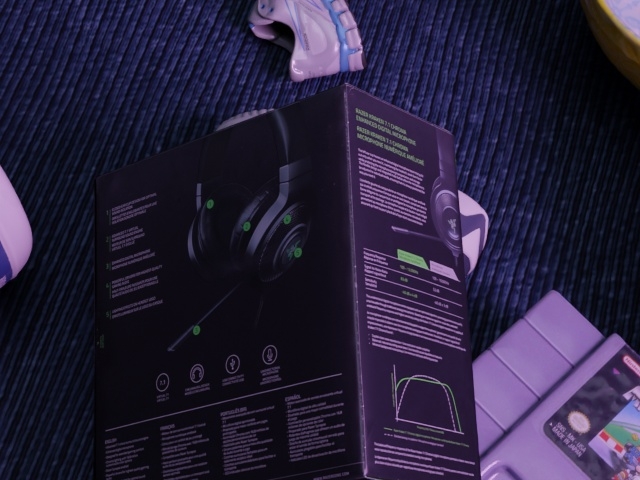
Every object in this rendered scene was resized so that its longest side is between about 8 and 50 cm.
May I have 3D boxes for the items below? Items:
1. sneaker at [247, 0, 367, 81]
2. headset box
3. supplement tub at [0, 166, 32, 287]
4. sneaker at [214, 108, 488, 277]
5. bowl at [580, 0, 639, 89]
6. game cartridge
[{"bbox_3d":[-0.031,-0.219,1.343,0.083,0.071,0.191,-21,65,-6],"label":"sneaker"},{"bbox_3d":[-0.032,0.051,1.083,0.246,0.131,0.283,-18,66,36],"label":"headset box"},{"bbox_3d":[-0.393,0.022,1.119,0.228,0.228,0.316,42,69,17],"label":"supplement tub"},{"bbox_3d":[0.000,0.000,1.216,0.235,0.094,0.153,28,57,1],"label":"sneaker"},{"bbox_3d":[0.341,-0.194,1.286,0.289,0.156,0.289,1,59,-2],"label":"bowl"},{"bbox_3d":[0.218,0.225,1.105,0.230,0.068,0.355,-42,76,-14],"label":"game cartridge"}]
